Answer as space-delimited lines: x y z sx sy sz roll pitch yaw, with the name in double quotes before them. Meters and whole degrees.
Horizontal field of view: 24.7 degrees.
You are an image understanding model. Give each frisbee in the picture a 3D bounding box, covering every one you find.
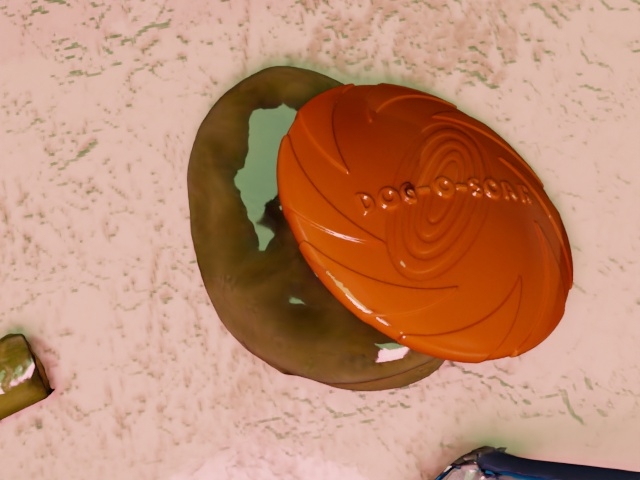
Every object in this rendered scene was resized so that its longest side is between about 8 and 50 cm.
"frisbee" 0.067 -0.020 0.828 0.192 0.035 0.192 18 48 -21

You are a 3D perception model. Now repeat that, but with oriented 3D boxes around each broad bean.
"broad bean" 0.000 -0.001 0.873 0.153 0.072 0.207 -35 73 -6

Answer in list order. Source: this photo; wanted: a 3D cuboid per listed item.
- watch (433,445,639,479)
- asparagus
"watch" 0.179 0.197 0.784 0.274 0.068 0.276 35 102 22
"asparagus" -0.245 0.112 0.870 0.178 0.045 0.041 -27 51 -2
